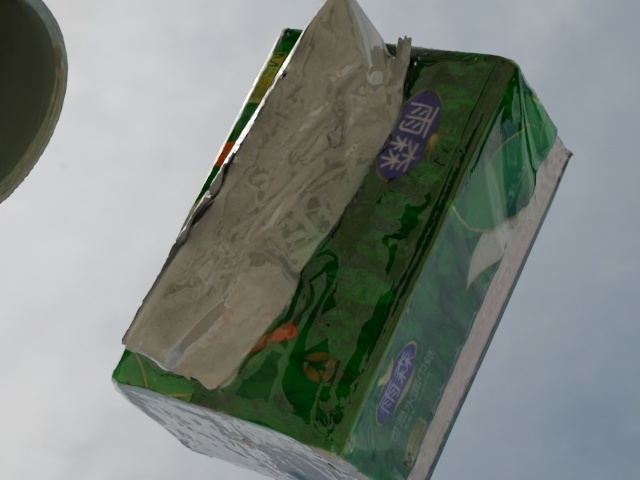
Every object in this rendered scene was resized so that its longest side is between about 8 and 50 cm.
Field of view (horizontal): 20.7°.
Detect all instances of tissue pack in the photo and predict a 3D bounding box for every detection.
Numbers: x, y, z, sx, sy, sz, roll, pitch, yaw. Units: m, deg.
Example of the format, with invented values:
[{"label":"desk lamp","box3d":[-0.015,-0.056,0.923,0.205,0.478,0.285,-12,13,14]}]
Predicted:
[{"label":"tissue pack","box3d":[0.001,0.001,0.838,0.148,0.156,0.209,15,-109,35]}]

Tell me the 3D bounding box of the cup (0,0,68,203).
[{"label":"cup","box3d":[-0.308,-0.136,0.998,0.234,0.258,0.186,43,-75,32]}]
